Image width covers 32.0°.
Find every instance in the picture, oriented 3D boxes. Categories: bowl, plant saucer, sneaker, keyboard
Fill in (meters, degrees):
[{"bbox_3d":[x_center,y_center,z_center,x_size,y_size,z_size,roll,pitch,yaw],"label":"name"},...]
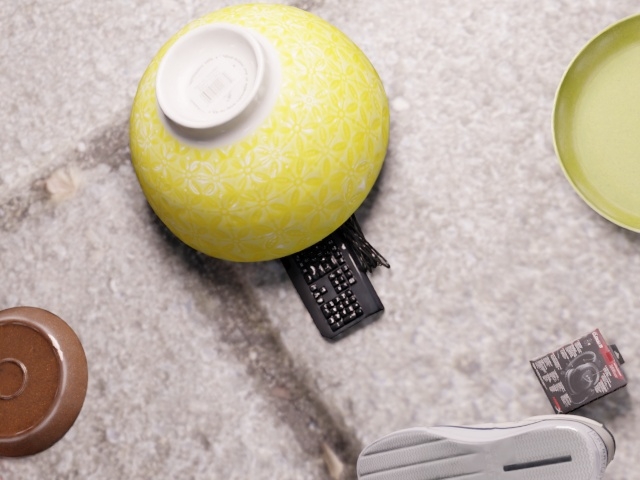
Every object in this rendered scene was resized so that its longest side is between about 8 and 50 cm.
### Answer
[{"bbox_3d":[-0.087,-0.137,1.152,0.290,0.156,0.289,-6,70,17],"label":"bowl"},{"bbox_3d":[-0.340,0.154,1.236,0.169,0.029,0.168,-3,78,14],"label":"plant saucer"},{"bbox_3d":[0.160,0.220,1.077,0.258,0.091,0.094,-10,81,33],"label":"sneaker"},{"bbox_3d":[0.000,0.000,1.184,0.100,0.038,0.192,-31,74,5],"label":"keyboard"},{"bbox_3d":[0.355,-0.117,1.126,0.241,0.037,0.240,-3,78,13],"label":"plant saucer"}]

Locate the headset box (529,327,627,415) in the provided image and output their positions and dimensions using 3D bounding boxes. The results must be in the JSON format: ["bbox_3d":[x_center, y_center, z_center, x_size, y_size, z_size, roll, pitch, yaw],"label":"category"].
[{"bbox_3d":[0.257,0.129,1.098,0.083,0.032,0.062,-28,74,5],"label":"headset box"}]

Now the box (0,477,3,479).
[{"bbox_3d":[-0.461,0.248,1.136,0.149,0.232,0.127,39,90,17],"label":"box"}]
